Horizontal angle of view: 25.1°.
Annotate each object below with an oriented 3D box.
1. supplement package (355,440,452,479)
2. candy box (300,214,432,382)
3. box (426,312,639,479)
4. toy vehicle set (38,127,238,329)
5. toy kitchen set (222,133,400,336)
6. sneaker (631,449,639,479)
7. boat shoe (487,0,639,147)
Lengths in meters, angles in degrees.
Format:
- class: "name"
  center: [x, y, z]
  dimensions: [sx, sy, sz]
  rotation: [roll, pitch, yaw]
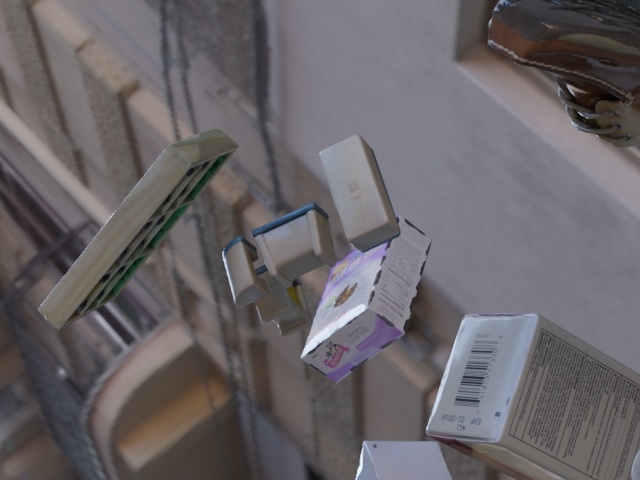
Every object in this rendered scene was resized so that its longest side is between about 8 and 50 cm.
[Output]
- class: "supplement package"
  center: [0.101, 0.363, 1.888]
  dimensions: [0.105, 0.105, 0.179]
  rotation: [3, -60, -13]
- class: "candy box"
  center: [0.066, 0.083, 2.054]
  dimensions: [0.165, 0.070, 0.196]
  rotation: [-39, 21, 41]
- class: "box"
  center: [0.255, 0.191, 1.578]
  dimensions: [0.232, 0.127, 0.149]
  rotation: [30, -109, -30]
- class: "toy vehicle set"
  center: [-0.214, -0.017, 1.704]
  dimensions: [0.267, 0.035, 0.166]
  rotation: [-49, -5, 20]
- class: "toy kitchen set"
  center: [0.000, 0.000, 1.660]
  dimensions: [0.207, 0.122, 0.166]
  rotation: [-24, -29, 14]
- class: "sneaker"
  center: [0.374, 0.292, 1.248]
  dimensions: [0.108, 0.293, 0.169]
  rotation: [-24, -7, 22]
- class: "boat shoe"
  center: [0.271, -0.136, 1.235]
  dimensions: [0.324, 0.122, 0.120]
  rotation: [4, -64, -38]
